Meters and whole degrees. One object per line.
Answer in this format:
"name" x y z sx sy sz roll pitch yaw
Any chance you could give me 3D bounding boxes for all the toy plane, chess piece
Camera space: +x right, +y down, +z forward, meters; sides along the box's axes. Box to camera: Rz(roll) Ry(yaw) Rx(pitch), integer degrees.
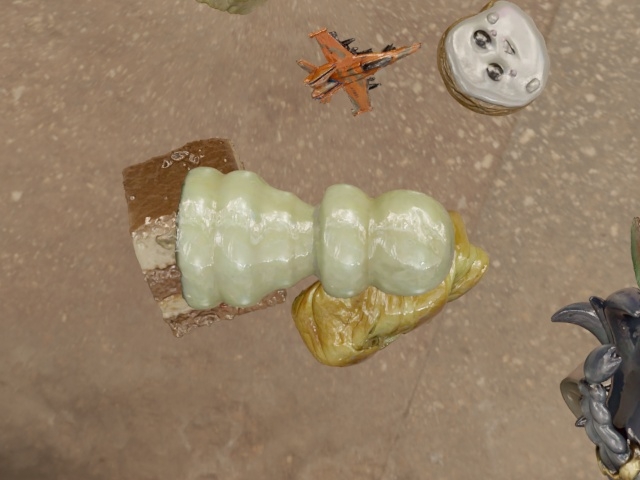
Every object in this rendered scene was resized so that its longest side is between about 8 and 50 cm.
"toy plane" 0.057 -0.236 1.124 0.188 0.062 0.135 -19 120 30
"chess piece" 0.000 0.000 0.772 0.243 0.133 0.133 1 112 5

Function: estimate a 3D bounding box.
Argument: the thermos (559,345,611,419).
"thermos" 0.397 0.151 0.982 0.193 0.137 0.105 -37 129 -15

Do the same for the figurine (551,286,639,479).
"figurine" 0.329 0.138 0.780 0.197 0.175 0.265 -32 84 8

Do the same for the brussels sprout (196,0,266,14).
"brussels sprout" -0.089 -0.497 1.258 0.243 0.273 0.317 15 135 -44

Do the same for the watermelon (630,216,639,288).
"watermelon" 0.400 0.027 0.945 0.101 0.155 0.080 -11 115 -8

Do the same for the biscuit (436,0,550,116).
"biscuit" 0.284 -0.292 1.353 0.208 0.049 0.181 -30 87 -28

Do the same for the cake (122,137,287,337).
"cake" -0.233 -0.008 1.649 0.256 0.282 0.290 -22 132 -1

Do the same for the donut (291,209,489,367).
"donut" 0.112 0.089 1.436 0.360 0.360 0.170 -32 86 10
